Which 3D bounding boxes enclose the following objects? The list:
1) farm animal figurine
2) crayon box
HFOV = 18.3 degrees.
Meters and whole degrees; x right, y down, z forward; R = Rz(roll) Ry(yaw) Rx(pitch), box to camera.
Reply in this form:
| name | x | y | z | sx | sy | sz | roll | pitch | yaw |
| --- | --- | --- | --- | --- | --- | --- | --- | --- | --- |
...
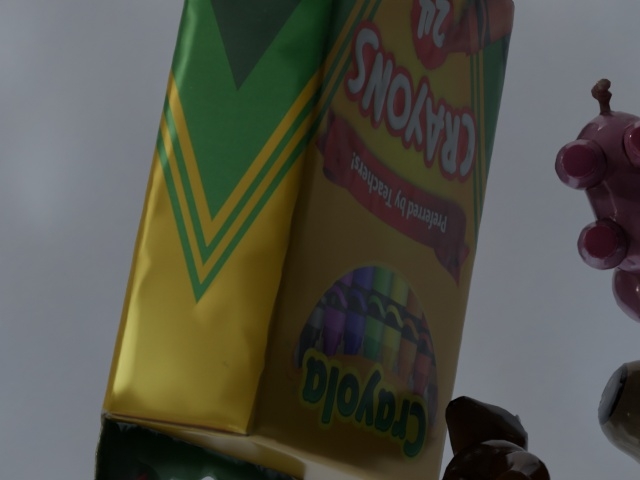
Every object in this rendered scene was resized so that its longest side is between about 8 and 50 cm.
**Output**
| name | x | y | z | sx | sy | sz | roll | pitch | yaw |
| --- | --- | --- | --- | --- | --- | --- | --- | --- | --- |
| farm animal figurine | 0.223 | 0.080 | 0.937 | 0.327 | 0.172 | 0.330 | 39 | -84 | 10 |
| crayon box | 0.000 | 0.000 | 0.935 | 0.202 | 0.081 | 0.318 | 29 | -111 | -61 |
